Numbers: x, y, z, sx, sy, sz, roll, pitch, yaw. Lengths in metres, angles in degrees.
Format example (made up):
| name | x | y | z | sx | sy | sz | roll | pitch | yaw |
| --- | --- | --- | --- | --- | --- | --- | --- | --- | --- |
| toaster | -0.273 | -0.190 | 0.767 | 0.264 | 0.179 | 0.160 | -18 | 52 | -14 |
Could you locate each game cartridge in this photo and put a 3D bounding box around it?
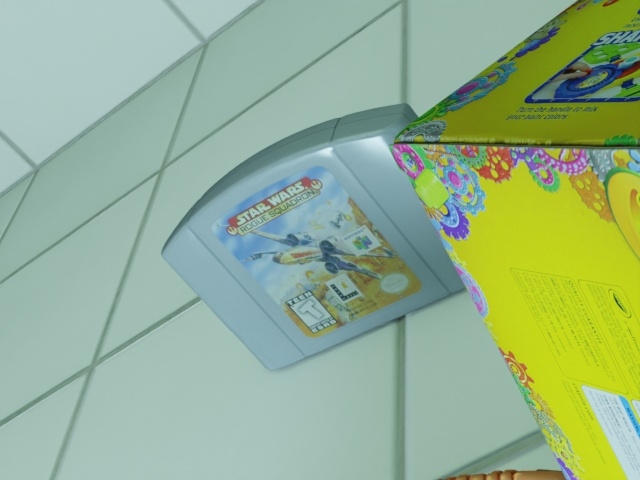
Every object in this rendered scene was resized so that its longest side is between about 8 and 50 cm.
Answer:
| name | x | y | z | sx | sy | sz | roll | pitch | yaw |
| --- | --- | --- | --- | --- | --- | --- | --- | --- | --- |
| game cartridge | 0.000 | 0.000 | 1.053 | 0.297 | 0.198 | 0.062 | -27 | 29 | 32 |

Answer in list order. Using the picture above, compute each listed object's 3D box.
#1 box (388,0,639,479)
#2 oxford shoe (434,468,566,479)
| name | x | y | z | sx | sy | sz | roll | pitch | yaw |
| --- | --- | --- | --- | --- | --- | --- | --- | --- | --- |
| box | 0.236 | 0.003 | 0.510 | 0.279 | 0.290 | 0.177 | -38 | 21 | -21 |
| oxford shoe | 0.023 | 0.254 | 0.744 | 0.363 | 0.130 | 0.133 | -27 | 60 | 17 |
